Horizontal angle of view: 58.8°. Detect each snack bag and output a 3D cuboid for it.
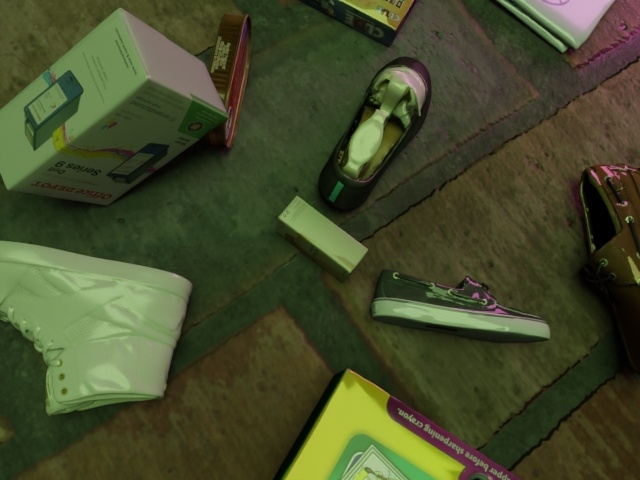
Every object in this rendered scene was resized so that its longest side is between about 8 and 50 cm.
[{"bbox_3d":[0.384,-0.518,0.970,0.323,0.037,0.342,39,71,5],"label":"snack bag"}]

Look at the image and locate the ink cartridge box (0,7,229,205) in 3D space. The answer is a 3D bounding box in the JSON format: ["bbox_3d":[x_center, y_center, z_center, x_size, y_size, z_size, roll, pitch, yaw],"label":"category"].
[{"bbox_3d":[-0.237,-0.135,0.645,0.212,0.154,0.093,-29,76,17],"label":"ink cartridge box"}]

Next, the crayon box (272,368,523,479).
[{"bbox_3d":[0.094,0.368,0.595,0.363,0.106,0.313,32,71,4],"label":"crayon box"}]

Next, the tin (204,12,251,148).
[{"bbox_3d":[-0.124,-0.214,0.759,0.040,0.106,0.190,7,70,2],"label":"tin"}]

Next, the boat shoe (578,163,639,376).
[{"bbox_3d":[0.403,0.038,0.757,0.104,0.111,0.307,7,61,-2],"label":"boat shoe"}]

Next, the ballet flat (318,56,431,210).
[{"bbox_3d":[0.090,-0.163,0.776,0.095,0.096,0.280,27,70,2],"label":"ballet flat"}]

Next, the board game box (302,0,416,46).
[{"bbox_3d":[0.040,-0.426,0.886,0.243,0.042,0.165,29,70,2],"label":"board game box"}]

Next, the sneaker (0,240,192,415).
[{"bbox_3d":[-0.304,0.102,0.626,0.292,0.108,0.169,9,68,-6],"label":"sneaker"}]

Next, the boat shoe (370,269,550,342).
[{"bbox_3d":[0.179,0.080,0.723,0.228,0.080,0.076,8,72,2],"label":"boat shoe"}]

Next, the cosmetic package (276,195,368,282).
[{"bbox_3d":[0.000,0.000,0.729,0.115,0.060,0.041,37,72,7],"label":"cosmetic package"}]
